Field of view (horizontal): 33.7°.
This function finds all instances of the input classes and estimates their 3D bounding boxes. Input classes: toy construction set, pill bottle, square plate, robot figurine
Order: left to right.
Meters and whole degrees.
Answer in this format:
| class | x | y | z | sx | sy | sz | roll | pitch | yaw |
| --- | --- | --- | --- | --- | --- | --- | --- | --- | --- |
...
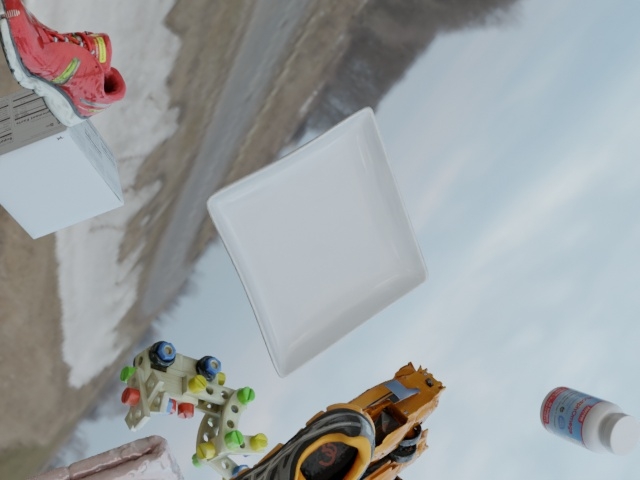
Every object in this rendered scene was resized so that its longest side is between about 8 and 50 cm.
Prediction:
| class | x | y | z | sx | sy | sz | roll | pitch | yaw |
| --- | --- | --- | --- | --- | --- | --- | --- | --- | --- |
| toy construction set | -0.237 | 0.295 | 1.851 | 0.151 | 0.328 | 0.215 | -22 | -127 | 27 |
| square plate | 0.000 | 0.000 | 1.775 | 0.347 | 0.344 | 0.049 | -32 | -155 | -26 |
| robot figurine | 0.026 | 0.277 | 1.322 | 0.291 | 0.085 | 0.211 | -27 | 143 | -31 |
| pill bottle | 0.442 | 0.298 | 1.730 | 0.087 | 0.087 | 0.160 | -53 | -153 | -13 |

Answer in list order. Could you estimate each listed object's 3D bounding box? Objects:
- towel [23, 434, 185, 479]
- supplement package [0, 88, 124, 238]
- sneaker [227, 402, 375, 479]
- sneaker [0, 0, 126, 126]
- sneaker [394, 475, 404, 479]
| class | x | y | z | sx | sy | sz | roll | pitch | yaw |
| --- | --- | --- | --- | --- | --- | --- | --- | --- | --- |
| towel | -0.287 | 0.369 | 1.194 | 0.317 | 0.053 | 0.331 | -19 | 139 | -10 |
| supplement package | -0.535 | -0.155 | 2.057 | 0.204 | 0.145 | 0.262 | -20 | 145 | 4 |
| sneaker | -0.033 | 0.232 | 0.949 | 0.215 | 0.084 | 0.083 | -47 | -173 | -5 |
| sneaker | -0.334 | -0.249 | 1.376 | 0.118 | 0.107 | 0.279 | -20 | 161 | 5 |
| sneaker | 0.140 | 0.463 | 1.660 | 0.106 | 0.290 | 0.123 | -12 | 144 | -47 |
